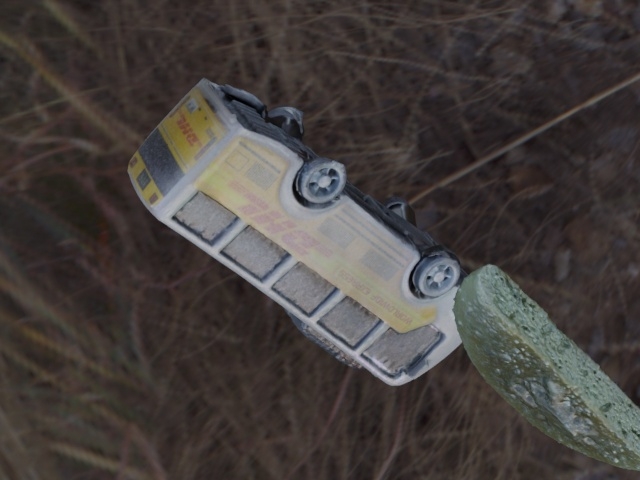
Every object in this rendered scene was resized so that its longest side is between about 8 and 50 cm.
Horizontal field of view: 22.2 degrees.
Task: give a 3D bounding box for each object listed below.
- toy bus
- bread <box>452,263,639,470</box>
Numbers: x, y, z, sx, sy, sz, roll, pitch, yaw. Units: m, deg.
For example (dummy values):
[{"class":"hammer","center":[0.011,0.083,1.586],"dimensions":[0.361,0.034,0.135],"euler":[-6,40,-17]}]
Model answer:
[{"class":"toy bus","center":[0.000,0.000,1.346],"dimensions":[0.138,0.097,0.342],"euler":[-46,130,6]},{"class":"bread","center":[0.152,0.100,1.148],"dimensions":[0.193,0.112,0.036],"euler":[46,67,-8]}]
